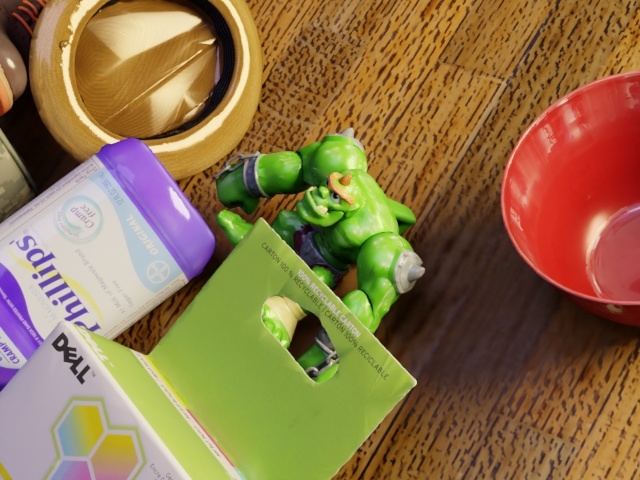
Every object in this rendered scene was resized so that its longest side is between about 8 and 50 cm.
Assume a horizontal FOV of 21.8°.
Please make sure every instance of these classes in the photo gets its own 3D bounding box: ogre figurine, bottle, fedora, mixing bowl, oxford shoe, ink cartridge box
[{"bbox_3d":[0.000,0.000,1.164,0.118,0.097,0.197,-36,35,16],"label":"ogre figurine"},{"bbox_3d":[-0.214,0.047,1.189,0.283,0.092,0.118,-37,96,-8],"label":"bottle"},{"bbox_3d":[-0.140,-0.133,1.287,0.194,0.194,0.079,-53,20,-18],"label":"fedora"},{"bbox_3d":[0.215,-0.011,1.086,0.181,0.098,0.181,-9,54,13],"label":"mixing bowl"},{"bbox_3d":[-0.256,-0.174,1.321,0.098,0.097,0.271,-27,28,-6],"label":"oxford shoe"},{"bbox_3d":[-0.095,0.118,1.065,0.255,0.097,0.189,-50,53,8],"label":"ink cartridge box"}]

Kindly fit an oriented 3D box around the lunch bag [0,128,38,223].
[{"bbox_3d":[-0.398,-0.061,1.210,0.212,0.305,0.256,30,70,33],"label":"lunch bag"}]
